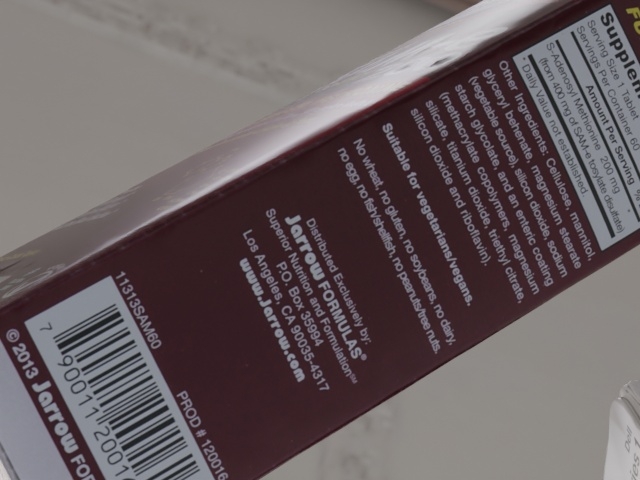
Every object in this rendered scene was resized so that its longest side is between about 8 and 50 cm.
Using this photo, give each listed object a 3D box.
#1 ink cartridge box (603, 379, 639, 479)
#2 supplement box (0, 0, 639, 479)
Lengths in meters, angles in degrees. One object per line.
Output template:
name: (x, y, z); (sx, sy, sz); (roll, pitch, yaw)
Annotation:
ink cartridge box: (0.226, 0.125, 0.695); (0.092, 0.219, 0.160); (-113, -163, -54)
supplement box: (0.000, 0.000, 0.511); (0.239, 0.073, 0.130); (-29, -171, -22)
